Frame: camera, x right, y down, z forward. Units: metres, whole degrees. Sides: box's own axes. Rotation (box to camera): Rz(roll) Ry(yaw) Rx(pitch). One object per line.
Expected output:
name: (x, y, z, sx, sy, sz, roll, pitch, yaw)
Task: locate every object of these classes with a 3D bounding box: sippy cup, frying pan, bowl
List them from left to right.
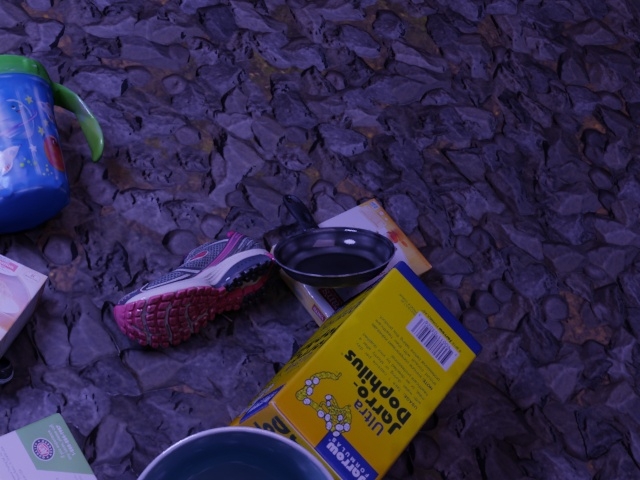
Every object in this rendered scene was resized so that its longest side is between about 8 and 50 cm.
sippy cup: (-0.506, -0.137, 1.957, 0.305, 0.240, 0.224, -24, 73, 1)
bowl: (-0.117, 0.399, 1.681, 0.311, 0.163, 0.312, 0, 89, -6)
frying pan: (-0.021, 0.009, 2.040, 0.197, 0.053, 0.326, -21, 29, -37)

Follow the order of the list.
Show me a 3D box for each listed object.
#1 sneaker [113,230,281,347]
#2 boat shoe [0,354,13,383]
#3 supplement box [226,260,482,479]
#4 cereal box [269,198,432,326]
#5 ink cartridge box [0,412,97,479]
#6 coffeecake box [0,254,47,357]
sneaker: (-0.206, 0.076, 1.979, 0.299, 0.121, 0.112, -21, 50, -40)
boat shoe: (-0.519, 0.168, 1.826, 0.142, 0.040, 0.049, 20, 50, -6)
supplement box: (0.047, 0.231, 1.871, 0.195, 0.194, 0.356, 47, 51, -2)
cereal box: (0.051, 0.040, 2.138, 0.240, 0.047, 0.173, -27, 68, -34)
ink cartridge box: (-0.462, 0.397, 1.623, 0.353, 0.119, 0.207, -20, 64, -32)
coffeecake box: (-0.509, 0.095, 1.834, 0.142, 0.068, 0.185, 25, 31, -2)
